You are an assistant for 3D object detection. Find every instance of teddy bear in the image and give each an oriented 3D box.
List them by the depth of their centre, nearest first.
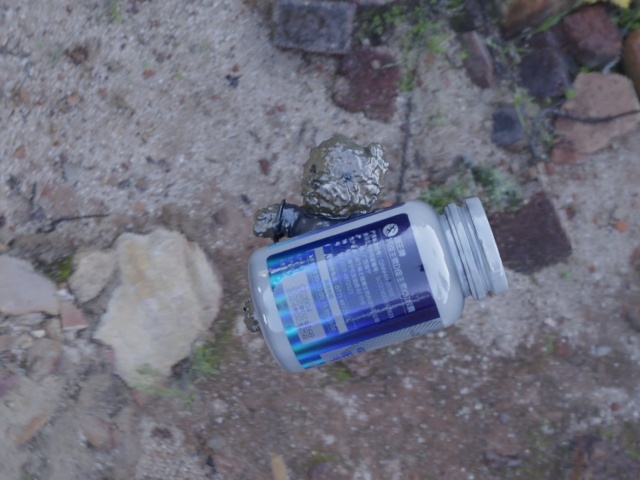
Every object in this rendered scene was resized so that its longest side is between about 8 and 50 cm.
[{"bbox_3d":[0.004,0.009,1.077,0.182,0.129,0.251,11,74,18],"label":"teddy bear"}]

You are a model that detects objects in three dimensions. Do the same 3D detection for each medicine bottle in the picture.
[{"bbox_3d":[0.046,0.031,0.788,0.192,0.107,0.107,-17,92,7],"label":"medicine bottle"}]
